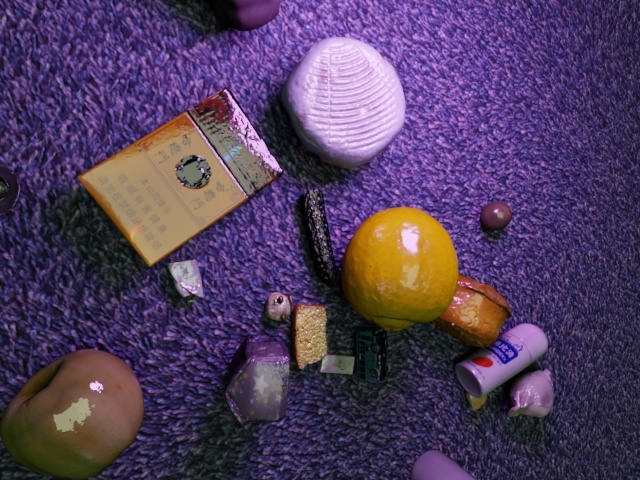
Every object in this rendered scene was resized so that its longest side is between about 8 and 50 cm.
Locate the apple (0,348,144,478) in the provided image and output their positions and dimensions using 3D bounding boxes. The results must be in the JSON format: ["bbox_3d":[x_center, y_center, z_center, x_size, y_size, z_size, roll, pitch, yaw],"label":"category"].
[{"bbox_3d":[-0.534,0.383,0.909,0.280,0.279,0.278,-1,92,-21],"label":"apple"}]

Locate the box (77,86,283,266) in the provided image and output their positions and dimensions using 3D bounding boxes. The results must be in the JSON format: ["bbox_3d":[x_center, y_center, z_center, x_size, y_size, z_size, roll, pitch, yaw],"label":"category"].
[{"bbox_3d":[-0.331,-0.162,1.025,0.416,0.116,0.264,-37,103,-15],"label":"box"}]

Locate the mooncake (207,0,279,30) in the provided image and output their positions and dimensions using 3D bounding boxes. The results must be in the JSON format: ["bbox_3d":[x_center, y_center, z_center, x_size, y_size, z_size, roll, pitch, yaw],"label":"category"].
[{"bbox_3d":[-0.214,-0.639,0.996,0.133,0.245,0.244,-37,104,-12],"label":"mooncake"}]

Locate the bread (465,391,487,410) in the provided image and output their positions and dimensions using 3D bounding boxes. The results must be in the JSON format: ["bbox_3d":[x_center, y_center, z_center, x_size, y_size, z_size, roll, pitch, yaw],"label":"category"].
[{"bbox_3d":[0.547,0.544,1.427,0.083,0.035,0.070,-28,102,-25],"label":"bread"}]

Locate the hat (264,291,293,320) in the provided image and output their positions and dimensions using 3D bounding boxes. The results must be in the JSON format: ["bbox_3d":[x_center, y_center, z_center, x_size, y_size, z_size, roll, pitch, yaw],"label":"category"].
[{"bbox_3d":[-0.116,0.190,1.150,0.076,0.059,0.077,10,92,-16],"label":"hat"}]

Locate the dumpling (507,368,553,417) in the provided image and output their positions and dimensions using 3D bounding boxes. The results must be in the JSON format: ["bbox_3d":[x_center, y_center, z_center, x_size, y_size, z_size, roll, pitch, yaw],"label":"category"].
[{"bbox_3d":[0.764,0.572,1.477,0.247,0.142,0.172,-23,135,-25],"label":"dumpling"}]

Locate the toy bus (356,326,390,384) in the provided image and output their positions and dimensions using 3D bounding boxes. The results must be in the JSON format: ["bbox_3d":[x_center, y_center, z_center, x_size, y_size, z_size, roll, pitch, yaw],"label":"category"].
[{"bbox_3d":[0.156,0.342,1.239,0.079,0.092,0.160,-4,94,-50],"label":"toy bus"}]

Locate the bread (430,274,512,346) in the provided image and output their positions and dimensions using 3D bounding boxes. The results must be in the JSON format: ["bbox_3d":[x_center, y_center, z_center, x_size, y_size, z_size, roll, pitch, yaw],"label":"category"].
[{"bbox_3d":[0.478,0.226,1.313,0.340,0.179,0.194,33,81,-18],"label":"bread"}]

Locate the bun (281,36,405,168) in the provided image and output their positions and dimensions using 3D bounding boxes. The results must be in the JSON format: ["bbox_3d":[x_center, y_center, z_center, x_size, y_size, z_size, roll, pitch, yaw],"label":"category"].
[{"bbox_3d":[0.059,-0.377,1.126,0.355,0.194,0.353,-2,95,-21],"label":"bun"}]

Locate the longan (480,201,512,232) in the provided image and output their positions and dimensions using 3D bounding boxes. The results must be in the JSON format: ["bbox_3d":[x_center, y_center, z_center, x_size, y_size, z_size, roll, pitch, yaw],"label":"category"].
[{"bbox_3d":[0.600,-0.077,1.400,0.106,0.106,0.119,-8,134,-21],"label":"longan"}]

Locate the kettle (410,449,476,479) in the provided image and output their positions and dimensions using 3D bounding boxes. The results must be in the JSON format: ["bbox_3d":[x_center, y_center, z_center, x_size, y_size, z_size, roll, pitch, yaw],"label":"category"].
[{"bbox_3d":[0.436,0.816,1.277,0.165,0.255,0.240,-40,105,-18],"label":"kettle"}]

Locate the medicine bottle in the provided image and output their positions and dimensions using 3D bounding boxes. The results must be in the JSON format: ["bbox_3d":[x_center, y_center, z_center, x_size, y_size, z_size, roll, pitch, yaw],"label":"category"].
[{"bbox_3d":[0.636,0.401,1.405,0.341,0.130,0.130,-23,100,-18],"label":"medicine bottle"}]

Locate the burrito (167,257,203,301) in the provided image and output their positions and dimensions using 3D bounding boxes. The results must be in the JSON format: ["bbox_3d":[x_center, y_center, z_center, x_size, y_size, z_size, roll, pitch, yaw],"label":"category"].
[{"bbox_3d":[-0.349,0.104,1.063,0.075,0.044,0.118,-13,94,-23],"label":"burrito"}]

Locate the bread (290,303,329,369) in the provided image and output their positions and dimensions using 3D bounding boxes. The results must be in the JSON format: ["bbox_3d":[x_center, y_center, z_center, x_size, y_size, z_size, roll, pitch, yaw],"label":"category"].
[{"bbox_3d":[-0.034,0.271,1.180,0.103,0.065,0.187,-6,92,-22],"label":"bread"}]

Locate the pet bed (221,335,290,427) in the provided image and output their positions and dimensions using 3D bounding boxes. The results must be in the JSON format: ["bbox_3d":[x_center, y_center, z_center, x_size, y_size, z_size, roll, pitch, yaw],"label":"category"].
[{"bbox_3d":[-0.171,0.358,1.053,0.160,0.211,0.183,5,91,-12],"label":"pet bed"}]

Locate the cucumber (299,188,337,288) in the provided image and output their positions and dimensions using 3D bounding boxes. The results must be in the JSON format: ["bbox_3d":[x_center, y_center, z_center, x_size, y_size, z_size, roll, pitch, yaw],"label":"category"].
[{"bbox_3d":[-0.001,0.001,1.179,0.072,0.072,0.299,-14,96,-20],"label":"cucumber"}]

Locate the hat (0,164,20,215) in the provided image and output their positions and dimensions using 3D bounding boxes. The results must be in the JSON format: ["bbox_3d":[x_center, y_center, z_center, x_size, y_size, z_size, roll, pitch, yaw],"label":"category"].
[{"bbox_3d":[-0.726,-0.111,0.908,0.121,0.050,0.121,2,85,-18],"label":"hat"}]

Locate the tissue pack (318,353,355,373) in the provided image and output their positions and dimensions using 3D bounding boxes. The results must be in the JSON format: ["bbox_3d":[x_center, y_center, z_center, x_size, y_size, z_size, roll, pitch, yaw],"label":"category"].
[{"bbox_3d":[0.049,0.374,1.236,0.108,0.023,0.056,10,88,-22],"label":"tissue pack"}]

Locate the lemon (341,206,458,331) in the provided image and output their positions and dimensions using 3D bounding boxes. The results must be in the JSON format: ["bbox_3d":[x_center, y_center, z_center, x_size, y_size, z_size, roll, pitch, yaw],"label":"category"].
[{"bbox_3d":[0.218,0.078,1.136,0.349,0.348,0.347,-1,92,-21],"label":"lemon"}]
